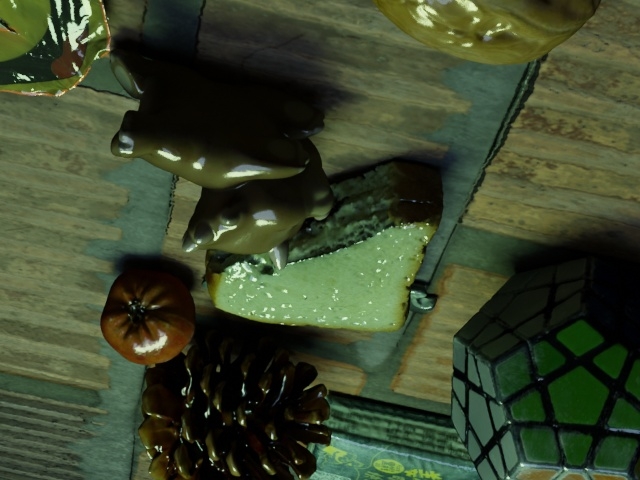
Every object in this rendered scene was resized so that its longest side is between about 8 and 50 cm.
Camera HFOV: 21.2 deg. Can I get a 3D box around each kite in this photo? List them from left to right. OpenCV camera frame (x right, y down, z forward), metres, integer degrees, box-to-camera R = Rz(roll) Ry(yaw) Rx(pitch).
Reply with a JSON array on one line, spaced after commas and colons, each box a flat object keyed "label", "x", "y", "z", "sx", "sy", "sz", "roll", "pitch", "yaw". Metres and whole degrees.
[{"label": "kite", "x": -0.359, "y": -0.248, "z": 1.682, "sx": 0.327, "sy": 0.013, "sz": 0.377, "roll": 32, "pitch": 138, "yaw": -26}]

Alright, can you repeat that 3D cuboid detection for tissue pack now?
[{"label": "tissue pack", "x": 0.112, "y": 0.314, "z": 2.482, "sx": 0.257, "sy": 0.081, "sz": 0.185, "roll": 12, "pitch": 151, "yaw": -4}]

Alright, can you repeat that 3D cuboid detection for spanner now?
[{"label": "spanner", "x": -0.004, "y": 0.065, "z": 2.153, "sx": 0.302, "sy": 0.017, "sz": 0.071, "roll": 2, "pitch": 150, "yaw": 16}]

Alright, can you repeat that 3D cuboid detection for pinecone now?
[{"label": "pinecone", "x": -0.103, "y": 0.241, "z": 2.248, "sx": 0.264, "sy": 0.264, "sz": 0.264, "roll": 8, "pitch": 150, "yaw": 4}]

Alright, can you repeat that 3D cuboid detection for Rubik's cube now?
[{"label": "Rubik's cube", "x": 0.304, "y": 0.176, "z": 1.994, "sx": 0.319, "sy": 0.319, "sz": 0.264, "roll": 23, "pitch": 123, "yaw": -21}]

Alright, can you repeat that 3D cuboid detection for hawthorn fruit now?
[{"label": "hawthorn fruit", "x": -0.209, "y": 0.095, "z": 2.174, "sx": 0.140, "sy": 0.125, "sz": 0.125, "roll": 5, "pitch": 160, "yaw": -42}]

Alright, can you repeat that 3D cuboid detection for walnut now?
[{"label": "walnut", "x": 0.137, "y": -0.245, "z": 1.411, "sx": 0.226, "sy": 0.193, "sz": 0.193, "roll": 13, "pitch": 152, "yaw": -24}]

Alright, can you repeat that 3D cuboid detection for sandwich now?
[{"label": "sandwich", "x": -0.001, "y": 0.004, "z": 1.961, "sx": 0.254, "sy": 0.099, "sz": 0.288, "roll": 11, "pitch": 151, "yaw": -3}]

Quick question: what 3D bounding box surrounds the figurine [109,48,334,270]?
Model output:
[{"label": "figurine", "x": -0.112, "y": -0.072, "z": 1.788, "sx": 0.247, "sy": 0.177, "sz": 0.173, "roll": 8, "pitch": 134, "yaw": -18}]
